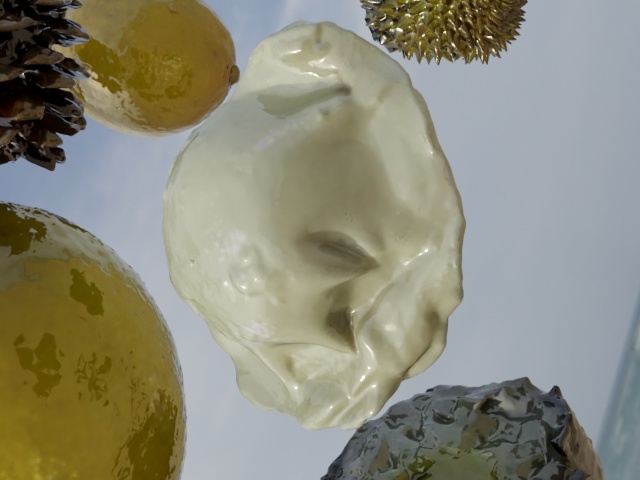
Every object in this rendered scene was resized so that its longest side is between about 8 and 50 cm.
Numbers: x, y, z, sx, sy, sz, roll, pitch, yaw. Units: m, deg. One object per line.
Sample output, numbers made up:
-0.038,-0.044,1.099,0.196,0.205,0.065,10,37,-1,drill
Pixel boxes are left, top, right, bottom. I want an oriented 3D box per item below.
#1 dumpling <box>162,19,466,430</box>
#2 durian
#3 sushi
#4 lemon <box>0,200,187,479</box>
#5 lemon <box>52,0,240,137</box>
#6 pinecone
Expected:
0.000,0.000,0.689,0.147,0.193,0.258,-17,-59,-47,dumpling
0.096,-0.236,0.999,0.237,0.137,0.193,35,-144,-70,durian
0.160,0.328,1.207,0.281,0.299,0.294,-77,-32,-49,sushi
-0.290,0.125,1.021,0.364,0.364,0.364,16,-90,-74,lemon
-0.257,-0.266,1.686,0.236,0.263,0.236,-50,-16,-20,lemon
-0.291,-0.156,0.992,0.179,0.184,0.205,-28,-64,-42,pinecone
